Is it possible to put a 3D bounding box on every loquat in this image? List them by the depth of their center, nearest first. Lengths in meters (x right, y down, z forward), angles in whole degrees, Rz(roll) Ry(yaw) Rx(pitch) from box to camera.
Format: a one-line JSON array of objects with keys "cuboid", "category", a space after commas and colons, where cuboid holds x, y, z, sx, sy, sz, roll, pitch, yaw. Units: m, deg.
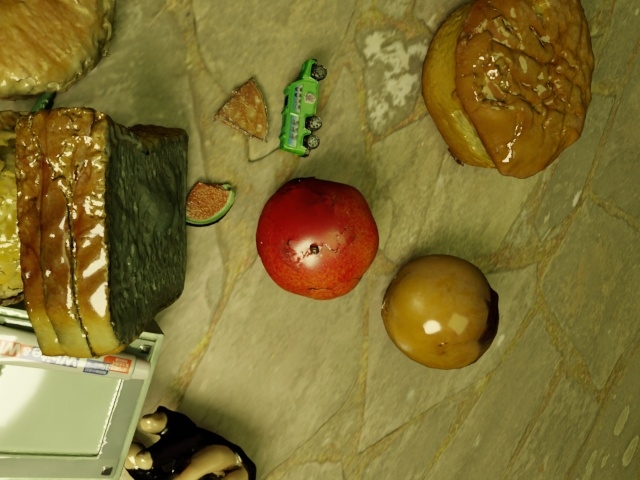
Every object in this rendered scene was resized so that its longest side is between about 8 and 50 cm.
[{"cuboid": [0.237, 0.140, 0.933, 0.235, 0.235, 0.234, -5, 101, -30], "category": "loquat"}]

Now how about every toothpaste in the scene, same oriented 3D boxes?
[{"cuboid": [-0.325, 0.144, 0.586, 0.218, 0.033, 0.052, 19, 83, -26], "category": "toothpaste"}]

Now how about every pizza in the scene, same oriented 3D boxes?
[{"cuboid": [-0.124, -0.223, 0.781, 0.100, 0.029, 0.099, 18, 81, -34], "category": "pizza"}]

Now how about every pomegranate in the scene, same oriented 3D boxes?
[{"cuboid": [0.000, 0.000, 0.790, 0.210, 0.210, 0.235, -65, 153, -5], "category": "pomegranate"}]

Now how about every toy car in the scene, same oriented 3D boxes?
[{"cuboid": [-0.033, -0.228, 0.807, 0.063, 0.071, 0.165, 5, 96, -17], "category": "toy car"}]

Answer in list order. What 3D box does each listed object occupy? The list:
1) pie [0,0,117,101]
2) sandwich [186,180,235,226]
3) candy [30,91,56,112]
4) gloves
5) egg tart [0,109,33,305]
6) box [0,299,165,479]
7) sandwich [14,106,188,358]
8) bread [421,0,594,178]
[{"cuboid": [-0.420, -0.325, 0.551, 0.340, 0.083, 0.339, -5, 98, -33], "category": "pie"}, {"cuboid": [-0.186, -0.061, 0.770, 0.069, 0.026, 0.101, 41, 74, -25], "category": "sandwich"}, {"cuboid": [-0.435, -0.069, 0.605, 0.097, 0.097, 0.323, 34, 72, -30], "category": "candy"}, {"cuboid": [-0.213, 0.374, 0.751, 0.301, 0.197, 0.152, 70, 23, -44], "category": "gloves"}, {"cuboid": [-0.350, -0.037, 0.570, 0.106, 0.241, 0.240, 5, 97, 3], "category": "egg tart"}, {"cuboid": [-0.370, 0.204, 0.651, 0.225, 0.117, 0.224, 18, 89, -31], "category": "box"}, {"cuboid": [-0.245, -0.016, 0.587, 0.099, 0.301, 0.271, -1, 100, 0], "category": "sandwich"}, {"cuboid": [0.391, -0.333, 0.953, 0.398, 0.215, 0.397, -5, 100, -28], "category": "bread"}]
